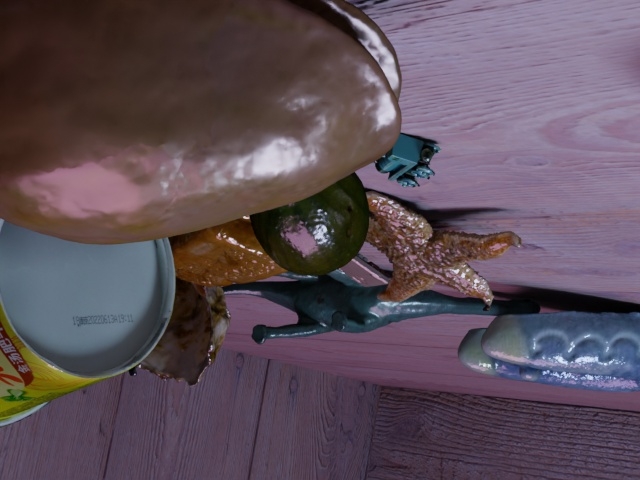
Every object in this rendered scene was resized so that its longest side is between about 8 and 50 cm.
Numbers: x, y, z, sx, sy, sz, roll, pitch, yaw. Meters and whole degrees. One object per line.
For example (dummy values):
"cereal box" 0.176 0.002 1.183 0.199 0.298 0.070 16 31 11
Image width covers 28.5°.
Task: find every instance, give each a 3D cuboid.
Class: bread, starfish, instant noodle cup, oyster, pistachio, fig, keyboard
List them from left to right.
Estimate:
"instant noodle cup" -0.319 0.044 1.385 0.221 0.311 0.311 -14 157 42
"oyster" -0.254 0.093 1.817 0.337 0.198 0.133 13 176 38
"pistachio" -0.088 -0.089 0.712 0.260 0.163 0.213 -11 151 10
"bread" -0.125 -0.001 1.469 0.139 0.077 0.271 18 166 -22
"fig" -0.019 -0.046 1.083 0.117 0.117 0.177 6 148 18
"keyboard" 0.000 0.000 1.345 0.166 0.017 0.055 35 158 -21
"starfish" 0.083 0.005 1.335 0.231 0.048 0.295 29 160 -11

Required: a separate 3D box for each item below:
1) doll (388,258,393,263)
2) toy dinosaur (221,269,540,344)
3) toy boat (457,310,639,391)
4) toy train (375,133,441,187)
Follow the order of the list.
"doll" 0.102 0.006 1.409 0.057 0.039 0.114 -10 172 -26
"toy dinosaur" 0.072 0.091 1.802 0.331 0.129 0.383 6 176 -38
"toy boat" 0.361 0.169 1.714 0.330 0.123 0.215 3 166 -11
"toy train" 0.071 -0.065 1.057 0.045 0.029 0.092 19 170 -9
